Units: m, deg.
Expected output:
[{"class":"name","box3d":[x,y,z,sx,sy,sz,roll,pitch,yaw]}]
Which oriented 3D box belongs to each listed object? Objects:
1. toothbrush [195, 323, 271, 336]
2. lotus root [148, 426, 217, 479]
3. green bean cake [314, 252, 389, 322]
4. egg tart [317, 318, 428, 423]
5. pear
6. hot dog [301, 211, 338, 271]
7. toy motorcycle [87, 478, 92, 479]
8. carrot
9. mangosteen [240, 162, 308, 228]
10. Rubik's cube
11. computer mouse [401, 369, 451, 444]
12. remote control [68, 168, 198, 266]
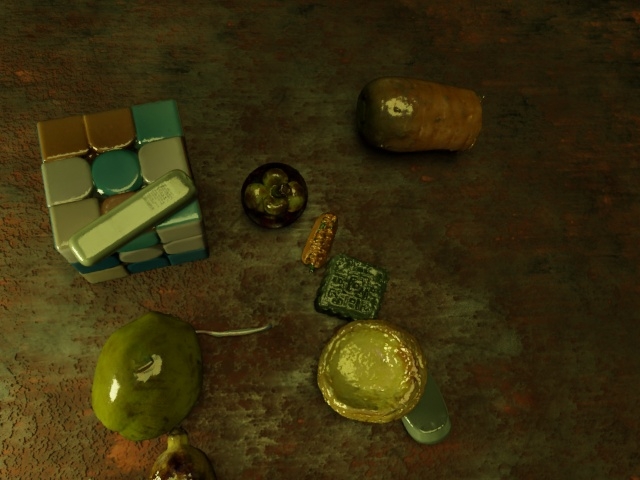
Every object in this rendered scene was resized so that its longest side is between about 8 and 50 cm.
[{"class":"toothbrush","box3d":[-0.267,0.251,1.702,0.269,0.021,0.027,-6,86,-8]},{"class":"lotus root","box3d":[-0.333,0.615,1.520,0.169,0.141,0.314,-13,74,-14]},{"class":"green bean cake","box3d":[0.089,0.138,1.739,0.181,0.094,0.173,21,71,-1]},{"class":"egg tart","box3d":[0.142,0.347,1.647,0.294,0.123,0.294,-6,68,14]},{"class":"pear","box3d":[-0.424,0.334,1.546,0.269,0.269,0.321,30,85,3]},{"class":"hot dog","box3d":[0.000,0.000,1.791,0.072,0.055,0.188,21,71,-2]},{"class":"toy motorcycle","box3d":[-0.536,0.670,1.466,0.151,0.074,0.228,12,36,-23]},{"class":"carrot","box3d":[0.285,-0.372,1.853,0.341,0.224,0.224,0,73,-11]},{"class":"mangosteen","box3d":[-0.125,-0.132,1.734,0.192,0.217,0.192,2,79,-9]},{"class":"Rubik's cube","box3d":[-0.495,-0.117,1.618,0.347,0.347,0.344,-12,74,-9]},{"class":"computer mouse","box3d":[0.266,0.437,1.682,0.128,0.079,0.231,-17,59,-8]},{"class":"remote control","box3d":[-0.421,-0.055,1.409,0.309,0.038,0.090,-37,84,-15]}]
